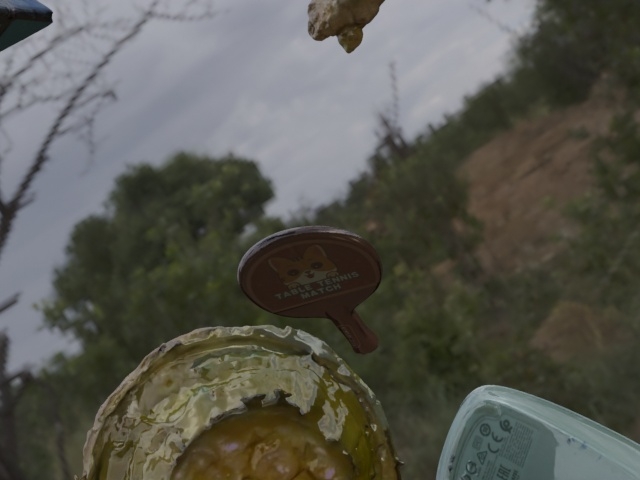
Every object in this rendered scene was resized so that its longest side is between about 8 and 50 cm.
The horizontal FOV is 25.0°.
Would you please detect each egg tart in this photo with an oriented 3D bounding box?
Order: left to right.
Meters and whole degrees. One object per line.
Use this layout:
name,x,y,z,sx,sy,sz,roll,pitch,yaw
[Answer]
egg tart,-0.059,0.226,1.291,0.315,0.315,0.120,-33,11,-14

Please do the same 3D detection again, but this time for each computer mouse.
computer mouse,0.244,0.247,1.370,0.097,0.288,0.159,0,-70,-50

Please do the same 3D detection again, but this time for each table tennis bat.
table tennis bat,0.000,0.000,1.137,0.107,0.119,0.170,-17,-38,16

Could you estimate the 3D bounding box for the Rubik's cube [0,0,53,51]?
Rubik's cube,-0.260,-0.176,0.940,0.178,0.190,0.211,-6,-16,-41

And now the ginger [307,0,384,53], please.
ginger,0.057,-0.259,1.193,0.213,0.137,0.074,-35,-9,1
